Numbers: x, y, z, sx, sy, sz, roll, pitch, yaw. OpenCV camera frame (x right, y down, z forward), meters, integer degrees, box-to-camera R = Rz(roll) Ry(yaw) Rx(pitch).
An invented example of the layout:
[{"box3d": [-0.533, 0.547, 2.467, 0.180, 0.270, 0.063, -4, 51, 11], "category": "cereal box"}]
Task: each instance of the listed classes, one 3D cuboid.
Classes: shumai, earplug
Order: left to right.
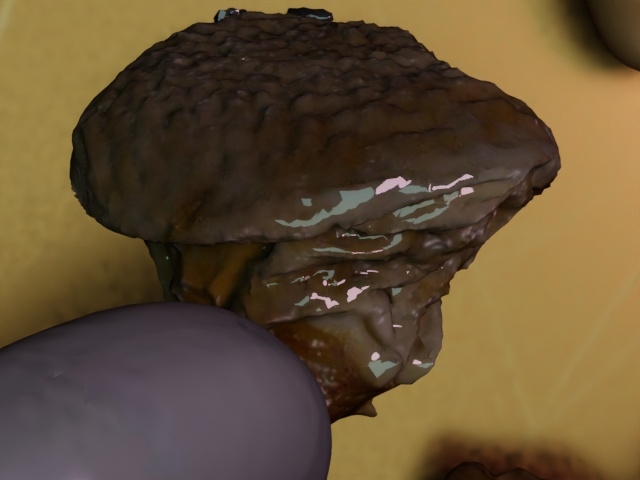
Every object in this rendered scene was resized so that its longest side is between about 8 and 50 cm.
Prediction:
[{"box3d": [-0.071, 0.157, 0.512, 0.214, 0.175, 0.325, -30, 132, -32], "category": "earplug"}, {"box3d": [-0.004, 0.001, 0.589, 0.146, 0.145, 0.116, -6, 116, -2], "category": "shumai"}]

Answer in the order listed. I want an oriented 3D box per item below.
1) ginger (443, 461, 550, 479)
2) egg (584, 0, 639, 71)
[{"box3d": [0.162, 0.254, 0.534, 0.254, 0.176, 0.418, -8, 70, 11], "category": "ginger"}, {"box3d": [0.111, -0.090, 0.597, 0.071, 0.071, 0.083, 10, 96, -3], "category": "egg"}]
